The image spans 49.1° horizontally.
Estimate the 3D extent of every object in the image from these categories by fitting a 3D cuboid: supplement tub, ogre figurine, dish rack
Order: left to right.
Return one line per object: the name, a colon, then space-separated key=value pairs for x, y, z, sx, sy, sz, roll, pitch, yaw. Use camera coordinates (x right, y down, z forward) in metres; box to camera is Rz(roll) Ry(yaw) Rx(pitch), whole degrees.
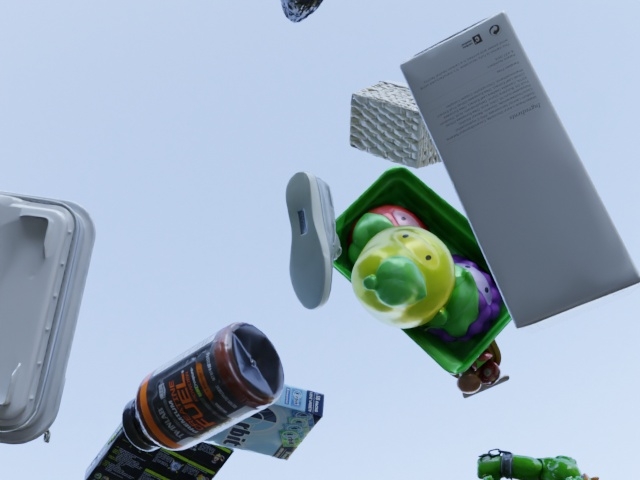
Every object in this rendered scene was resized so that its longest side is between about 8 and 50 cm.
dish rack: x=-0.464 y=0.081 z=0.907 sx=0.286 sy=0.072 sz=0.332 roll=8 pitch=-106 yaw=-1
supplement tub: x=-0.145 y=0.183 z=0.833 sx=0.198 sy=0.106 sz=0.106 roll=-33 pitch=-60 yaw=25
ogre figurine: x=0.262 y=0.311 z=0.794 sx=0.118 sy=0.197 sz=0.096 roll=-16 pitch=-77 yaw=-4

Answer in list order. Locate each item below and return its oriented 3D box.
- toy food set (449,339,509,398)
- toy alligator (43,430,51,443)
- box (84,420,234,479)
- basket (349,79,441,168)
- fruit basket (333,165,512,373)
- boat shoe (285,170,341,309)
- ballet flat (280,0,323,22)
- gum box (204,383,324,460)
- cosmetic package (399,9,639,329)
toy food set: x=0.319 y=0.261 z=1.480 sx=0.128 sy=0.071 sz=0.218 roll=-22 pitch=-66 yaw=18
toy alligator: x=-0.563 y=0.309 z=1.403 sx=0.056 sy=0.189 sz=0.051 roll=-16 pitch=-20 yaw=42
box: x=-0.279 y=0.384 z=1.221 sx=0.191 sy=0.045 sz=0.184 roll=33 pitch=-84 yaw=-19
basket: x=0.137 y=-0.197 z=1.194 sx=0.103 sy=0.167 sz=0.113 roll=-25 pitch=-52 yaw=-39
fruit basket: x=0.176 y=0.048 z=1.261 sx=0.283 sy=0.392 sz=0.392 roll=-44 pitch=-62 yaw=-12
boat shoe: x=-0.001 y=0.000 z=1.129 sx=0.079 sy=0.227 sz=0.081 roll=-19 pitch=-20 yaw=41
ballet flat: x=-0.037 y=-0.262 z=0.582 sx=0.057 sy=0.173 sz=0.049 roll=-3 pitch=-20 yaw=-34
gum box: x=-0.108 y=0.254 z=1.019 sx=0.184 sy=0.041 sz=0.157 roll=17 pitch=-44 yaw=-13
cosmetic package: x=0.255 y=-0.077 z=0.898 sx=0.155 sy=0.365 sz=0.197 roll=-24 pitch=-18 yaw=15
